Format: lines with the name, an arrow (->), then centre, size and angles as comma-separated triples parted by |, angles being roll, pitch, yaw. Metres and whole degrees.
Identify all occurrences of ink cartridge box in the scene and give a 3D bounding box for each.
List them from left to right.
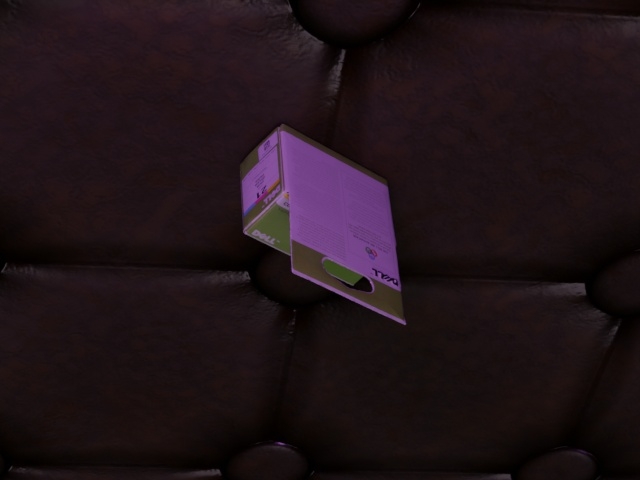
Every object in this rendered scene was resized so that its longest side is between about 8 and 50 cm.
ink cartridge box -> 0.000, 0.000, 1.972 | 0.189, 0.255, 0.097 | 27, 129, -30
